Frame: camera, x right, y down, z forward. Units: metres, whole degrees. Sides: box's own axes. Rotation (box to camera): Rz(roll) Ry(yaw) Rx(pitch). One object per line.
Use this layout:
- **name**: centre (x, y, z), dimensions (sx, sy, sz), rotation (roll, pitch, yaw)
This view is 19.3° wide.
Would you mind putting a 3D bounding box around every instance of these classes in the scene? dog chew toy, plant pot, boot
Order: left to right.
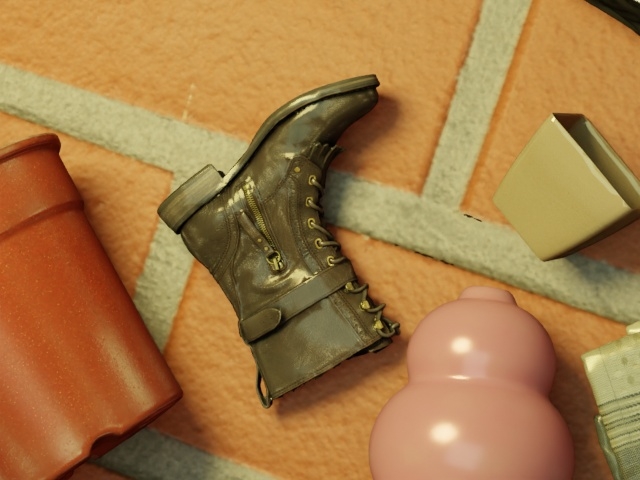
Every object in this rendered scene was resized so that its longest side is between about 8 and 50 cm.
- **plant pot**: centre (-0.276, 0.087, 1.691), dimensions (0.272, 0.272, 0.265), rotation (-35, 86, 8)
- **boot**: centre (0.000, 0.000, 1.721), dimensions (0.263, 0.091, 0.229), rotation (-37, 84, 12)
- **dog chew toy**: centre (0.126, 0.204, 1.613), dimensions (0.206, 0.206, 0.332), rotation (4, 78, 13)
- **plant pot**: centre (0.216, -0.041, 1.658), dimensions (0.096, 0.109, 0.109), rotation (-41, 78, 19)

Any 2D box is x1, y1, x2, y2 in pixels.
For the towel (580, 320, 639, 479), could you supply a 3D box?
- **towel**: centre (0.416, 0.186, 1.623), dimensions (0.324, 0.056, 0.312), rotation (-19, 84, 9)

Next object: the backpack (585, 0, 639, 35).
- **backpack**: centre (0.295, -0.334, 1.618), dimensions (0.276, 0.213, 0.263), rotation (37, 84, 16)
